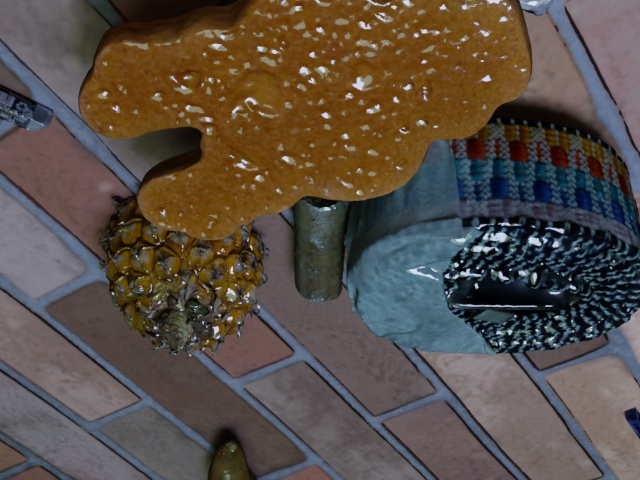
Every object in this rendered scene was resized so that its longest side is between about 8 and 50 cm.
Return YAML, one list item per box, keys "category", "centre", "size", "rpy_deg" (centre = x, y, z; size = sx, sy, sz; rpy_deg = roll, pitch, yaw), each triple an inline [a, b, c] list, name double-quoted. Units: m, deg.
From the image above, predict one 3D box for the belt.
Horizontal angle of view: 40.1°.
- category: "belt"
  centre: [0.149, 0.002, 0.771]
  size: [0.258, 0.150, 0.207]
  rpy_deg: [1, 142, 0]

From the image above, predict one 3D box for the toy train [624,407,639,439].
- category: "toy train"
  centre: [0.391, 0.232, 1.061]
  size: [0.017, 0.017, 0.083]
  rpy_deg: [-25, 127, 24]

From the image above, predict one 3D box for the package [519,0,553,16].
- category: "package"
  centre: [0.130, -0.257, 0.616]
  size: [0.171, 0.027, 0.173]
  rpy_deg: [17, 133, -15]

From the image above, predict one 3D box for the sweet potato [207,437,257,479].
- category: "sweet potato"
  centre: [-0.106, 0.335, 1.127]
  size: [0.067, 0.067, 0.274]
  rpy_deg: [-1, 132, 1]

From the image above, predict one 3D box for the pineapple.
- category: "pineapple"
  centre: [-0.131, 0.052, 0.821]
  size: [0.161, 0.137, 0.176]
  rpy_deg: [-4, 131, 4]

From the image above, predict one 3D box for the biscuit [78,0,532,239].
- category: "biscuit"
  centre: [-0.011, -0.109, 0.657]
  size: [0.334, 0.047, 0.202]
  rpy_deg: [-16, 129, 17]

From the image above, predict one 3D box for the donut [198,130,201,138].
- category: "donut"
  centre: [-0.026, -0.105, 0.733]
  size: [0.152, 0.058, 0.152]
  rpy_deg: [1, 132, 1]

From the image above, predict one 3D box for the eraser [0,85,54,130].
- category: "eraser"
  centre: [-0.277, -0.119, 0.742]
  size: [0.099, 0.027, 0.019]
  rpy_deg: [25, 129, -22]

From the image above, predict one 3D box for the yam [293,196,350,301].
- category: "yam"
  centre: [0.000, 0.000, 0.831]
  size: [0.054, 0.054, 0.132]
  rpy_deg: [1, 134, -1]
